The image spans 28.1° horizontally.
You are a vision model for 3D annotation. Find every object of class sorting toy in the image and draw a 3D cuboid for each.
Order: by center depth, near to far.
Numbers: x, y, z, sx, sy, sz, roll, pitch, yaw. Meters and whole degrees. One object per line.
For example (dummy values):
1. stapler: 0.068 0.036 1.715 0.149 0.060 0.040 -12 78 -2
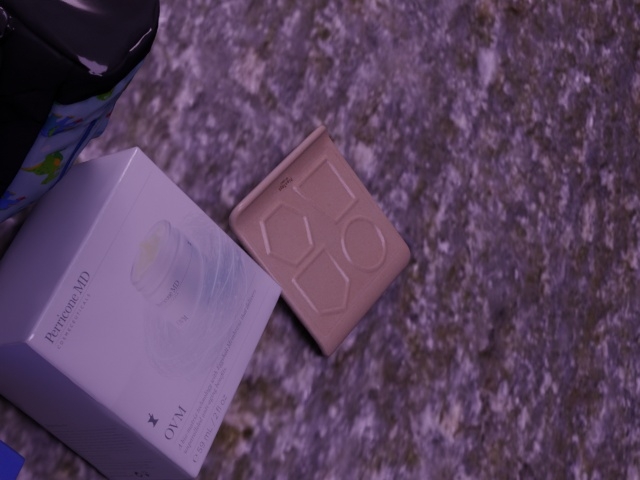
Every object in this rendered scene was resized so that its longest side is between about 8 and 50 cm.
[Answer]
1. sorting toy: 0.000 0.000 1.475 0.193 0.038 0.208 -47 111 -38

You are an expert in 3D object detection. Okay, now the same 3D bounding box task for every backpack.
1. backpack: -0.291 -0.154 1.078 0.290 0.355 0.273 38 41 3

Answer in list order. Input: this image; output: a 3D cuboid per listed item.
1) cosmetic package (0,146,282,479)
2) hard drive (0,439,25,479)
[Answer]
1. cosmetic package: -0.186 0.073 1.210 0.225 0.138 0.224 45 52 -30
2. hard drive: -0.383 0.130 0.960 0.319 0.040 0.210 40 17 -11
